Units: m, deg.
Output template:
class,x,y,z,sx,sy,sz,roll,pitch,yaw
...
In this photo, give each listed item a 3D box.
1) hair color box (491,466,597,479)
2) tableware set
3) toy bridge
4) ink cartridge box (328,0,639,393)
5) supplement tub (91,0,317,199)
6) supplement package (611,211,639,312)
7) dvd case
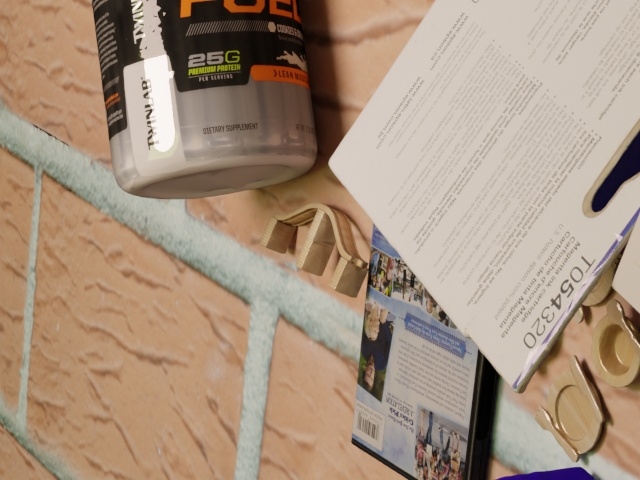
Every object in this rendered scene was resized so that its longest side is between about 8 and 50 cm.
class,x,y,z,sx,sy,sz,roll,pitch,yaw
hair color box,0.172,0.364,1.399,0.185,0.110,0.339,43,126,47
tableware set,0.194,0.075,1.417,0.169,0.020,0.141,-59,45,43
toy bridge,0.000,0.000,1.704,0.188,0.026,0.063,29,97,63
ink cartridge box,0.170,-0.099,1.258,0.324,0.071,0.330,-55,36,14
supplement tub,-0.115,-0.207,1.731,0.193,0.193,0.316,-19,77,58
supplement package,0.322,-0.050,1.046,0.177,0.175,0.293,49,132,44
dvd case,0.092,0.085,1.583,0.180,0.022,0.253,26,114,54
